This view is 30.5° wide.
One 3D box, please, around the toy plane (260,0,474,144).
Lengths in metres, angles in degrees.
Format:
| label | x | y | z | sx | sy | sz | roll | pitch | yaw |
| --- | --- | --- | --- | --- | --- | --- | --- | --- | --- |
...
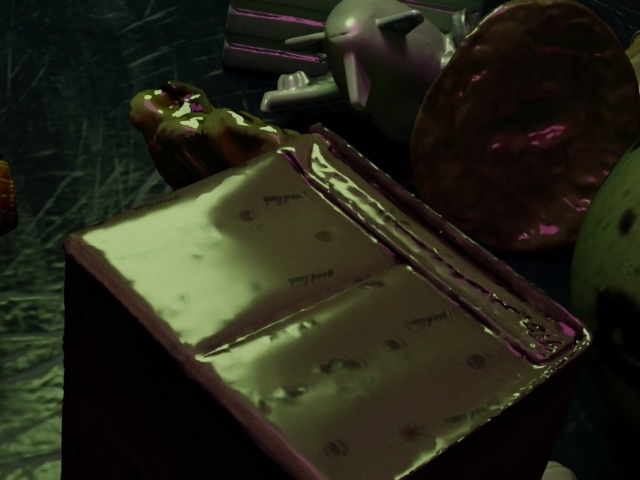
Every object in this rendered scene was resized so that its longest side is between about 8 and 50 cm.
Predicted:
| label | x | y | z | sx | sy | sz | roll | pitch | yaw |
| --- | --- | --- | --- | --- | --- | --- | --- | --- | --- |
| toy plane | 0.067 | -0.163 | 1.138 | 0.267 | 0.267 | 0.123 | -3 | 81 | -18 |

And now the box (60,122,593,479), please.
| label | x | y | z | sx | sy | sz | roll | pitch | yaw |
| --- | --- | --- | --- | --- | --- | --- | --- | --- | --- |
| box | -0.016 | 0.131 | 0.675 | 0.190 | 0.297 | 0.225 | -28 | 53 | -35 |

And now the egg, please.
| label | x | y | z | sx | sy | sz | roll | pitch | yaw |
| --- | --- | --- | --- | --- | --- | --- | --- | --- | --- |
| egg | 0.347 | 0.021 | 0.904 | 0.287 | 0.287 | 0.379 | 26 | 44 | 17 |

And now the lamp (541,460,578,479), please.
| label | x | y | z | sx | sy | sz | roll | pitch | yaw |
| --- | --- | --- | --- | --- | --- | --- | --- | --- | --- |
| lamp | 0.152 | 0.224 | 0.759 | 0.106 | 0.106 | 0.193 | -14 | 52 | -28 |

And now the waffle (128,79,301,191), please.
| label | x | y | z | sx | sy | sz | roll | pitch | yaw |
| --- | --- | --- | --- | --- | --- | --- | --- | --- | --- |
| waffle | 0.000 | 0.000 | 0.879 | 0.297 | 0.317 | 0.073 | 28 | 77 | 28 |

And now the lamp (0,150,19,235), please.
| label | x | y | z | sx | sy | sz | roll | pitch | yaw |
| --- | --- | --- | --- | --- | --- | --- | --- | --- | --- |
| lamp | -0.322 | -0.021 | 0.842 | 0.196 | 0.223 | 0.223 | -10 | 43 | -27 |

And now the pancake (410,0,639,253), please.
| label | x | y | z | sx | sy | sz | roll | pitch | yaw |
| --- | --- | --- | --- | --- | --- | --- | --- | --- | --- |
| pancake | 0.184 | -0.100 | 1.072 | 0.242 | 0.242 | 0.050 | -3 | 15 | -17 |

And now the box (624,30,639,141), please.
| label | x | y | z | sx | sy | sz | roll | pitch | yaw |
| --- | --- | --- | --- | --- | --- | --- | --- | --- | --- |
| box | 0.385 | -0.152 | 1.277 | 0.111 | 0.111 | 0.177 | -16 | 46 | -30 |

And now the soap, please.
| label | x | y | z | sx | sy | sz | roll | pitch | yaw |
| --- | --- | --- | --- | --- | --- | --- | --- | --- | --- |
| soap | 0.036 | -0.251 | 1.262 | 0.265 | 0.160 | 0.087 | 9 | 38 | -3 |
